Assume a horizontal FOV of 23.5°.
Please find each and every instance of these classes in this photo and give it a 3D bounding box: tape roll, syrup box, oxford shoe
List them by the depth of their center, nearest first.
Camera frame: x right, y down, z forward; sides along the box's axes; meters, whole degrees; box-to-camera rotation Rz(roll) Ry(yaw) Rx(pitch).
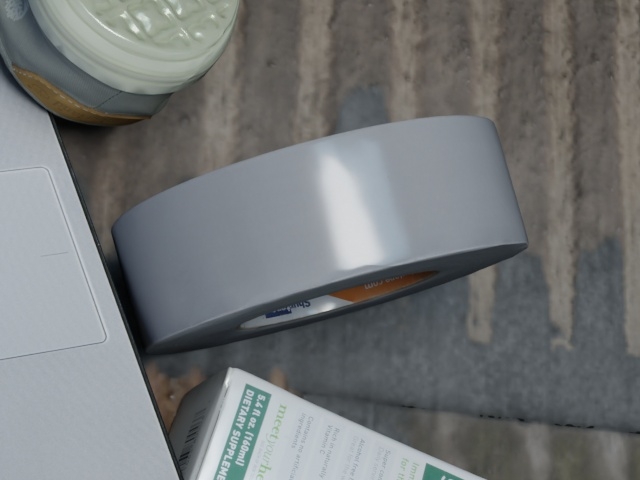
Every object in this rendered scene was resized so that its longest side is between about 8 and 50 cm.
[{"bbox_3d":[0.000,0.000,0.844,0.219,0.219,0.072,-11,81,-26],"label":"tape roll"},{"bbox_3d":[0.024,0.166,0.876,0.237,0.096,0.093,25,66,-14],"label":"syrup box"},{"bbox_3d":[-0.120,-0.253,0.921,0.169,0.130,0.449,16,55,-23],"label":"oxford shoe"}]

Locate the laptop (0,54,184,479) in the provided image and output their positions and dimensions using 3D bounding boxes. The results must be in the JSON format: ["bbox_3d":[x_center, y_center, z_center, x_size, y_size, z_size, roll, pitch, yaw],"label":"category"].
[{"bbox_3d":[-0.273,-0.042,0.663,0.408,0.236,0.382,-8,58,-26],"label":"laptop"}]
